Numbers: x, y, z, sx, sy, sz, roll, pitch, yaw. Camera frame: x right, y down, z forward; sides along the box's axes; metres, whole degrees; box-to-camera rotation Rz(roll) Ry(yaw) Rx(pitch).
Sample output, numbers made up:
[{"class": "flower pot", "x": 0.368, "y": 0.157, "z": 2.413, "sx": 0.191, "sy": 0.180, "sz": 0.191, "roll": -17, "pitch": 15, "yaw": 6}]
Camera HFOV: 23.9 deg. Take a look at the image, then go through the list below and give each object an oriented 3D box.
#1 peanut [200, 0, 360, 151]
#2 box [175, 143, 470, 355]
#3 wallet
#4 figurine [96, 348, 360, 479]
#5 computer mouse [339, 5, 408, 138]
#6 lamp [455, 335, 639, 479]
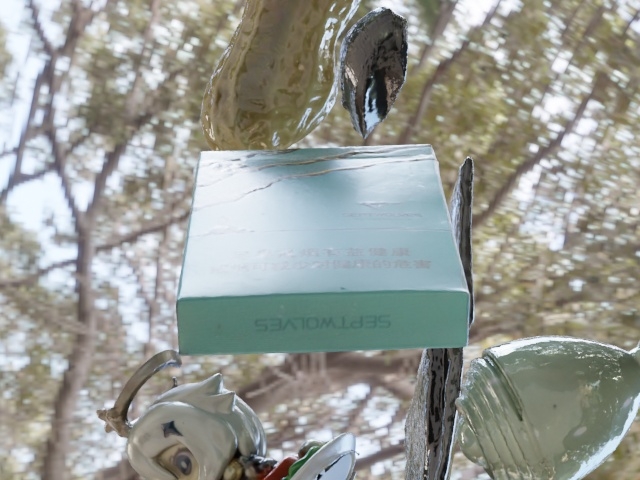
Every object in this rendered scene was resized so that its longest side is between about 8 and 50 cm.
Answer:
[{"class": "peanut", "x": -0.024, "y": -0.143, "z": 1.129, "sx": 0.093, "sy": 0.083, "sz": 0.194, "roll": 25, "pitch": -98, "yaw": 12}, {"class": "box", "x": 0.000, "y": 0.000, "z": 0.922, "sx": 0.162, "sy": 0.229, "sz": 0.041, "roll": -2, "pitch": -66, "yaw": -1}, {"class": "wallet", "x": 0.099, "y": 0.125, "z": 1.269, "sx": 0.041, "sy": 0.247, "sz": 0.323, "roll": 8, "pitch": -117, "yaw": 1}, {"class": "figurine", "x": -0.067, "y": 0.138, "z": 0.988, "sx": 0.153, "sy": 0.132, "sz": 0.132, "roll": 36, "pitch": -76, "yaw": 17}, {"class": "computer mouse", "x": 0.039, "y": -0.149, "z": 1.334, "sx": 0.135, "sy": 0.047, "sz": 0.079, "roll": 109, "pitch": -25, "yaw": -47}, {"class": "lamp", "x": 0.180, "y": 0.099, "z": 1.003, "sx": 0.193, "sy": 0.106, "sz": 0.106, "roll": -23, "pitch": -106, "yaw": -7}]
